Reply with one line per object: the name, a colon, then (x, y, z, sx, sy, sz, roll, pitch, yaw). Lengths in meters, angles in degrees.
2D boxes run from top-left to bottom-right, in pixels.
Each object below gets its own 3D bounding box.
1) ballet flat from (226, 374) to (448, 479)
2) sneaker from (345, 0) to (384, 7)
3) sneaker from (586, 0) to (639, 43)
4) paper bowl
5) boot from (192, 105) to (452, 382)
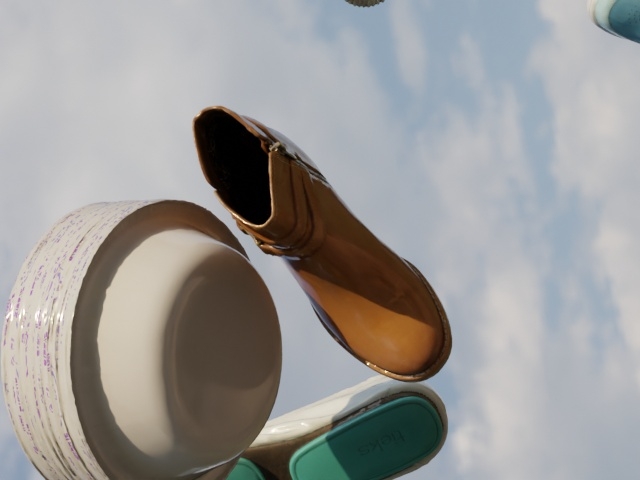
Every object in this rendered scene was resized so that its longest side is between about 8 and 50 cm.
ballet flat: (-0.053, 0.250, 1.763, 0.139, 0.400, 0.139, 158, 90, -88)
sneaker: (-0.013, -0.384, 1.624, 0.146, 0.102, 0.293, -119, 6, -59)
sneaker: (0.550, -0.299, 2.266, 0.208, 0.319, 0.127, -116, 34, -56)
paper bowl: (-0.143, 0.102, 1.465, 0.284, 0.148, 0.284, 5, -96, -54)
boot: (0.000, 0.000, 1.443, 0.283, 0.109, 0.220, 58, -173, 19)
